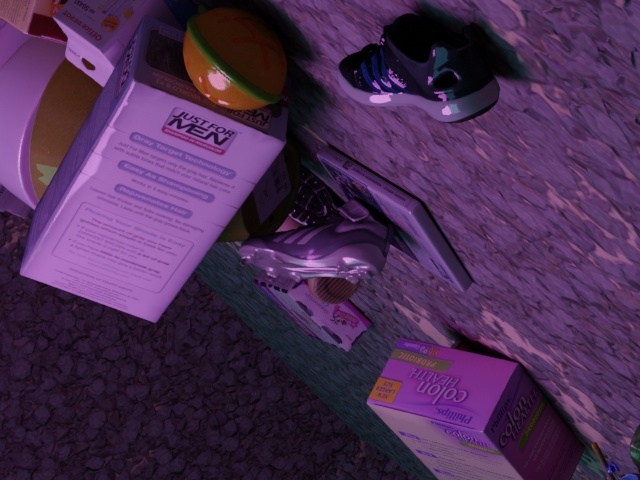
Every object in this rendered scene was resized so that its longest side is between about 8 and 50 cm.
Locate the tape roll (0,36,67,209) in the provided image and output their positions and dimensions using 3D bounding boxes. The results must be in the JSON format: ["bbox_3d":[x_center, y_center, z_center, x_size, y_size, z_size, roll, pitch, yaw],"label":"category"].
[{"bbox_3d":[-0.337,-0.165,2.177,0.100,0.286,0.286,33,167,35],"label":"tape roll"}]

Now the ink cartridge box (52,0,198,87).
[{"bbox_3d":[-0.231,-0.254,1.785,0.092,0.143,0.090,36,169,31],"label":"ink cartridge box"}]

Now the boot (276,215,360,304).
[{"bbox_3d":[-0.043,-0.024,2.335,0.207,0.090,0.248,50,179,39],"label":"boot"}]

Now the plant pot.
[{"bbox_3d":[-0.182,-0.109,2.016,0.293,0.275,0.275,18,160,29],"label":"plant pot"}]

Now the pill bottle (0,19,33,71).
[{"bbox_3d":[-0.462,-0.296,2.259,0.131,0.229,0.131,40,170,8],"label":"pill bottle"}]

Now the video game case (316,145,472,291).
[{"bbox_3d":[0.092,-0.027,1.885,0.173,0.022,0.190,34,168,39],"label":"video game case"}]

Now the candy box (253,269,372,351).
[{"bbox_3d":[-0.018,0.112,2.792,0.159,0.071,0.233,45,171,-16],"label":"candy box"}]

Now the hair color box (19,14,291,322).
[{"bbox_3d":[-0.199,-0.072,1.797,0.185,0.114,0.374,21,136,-18],"label":"hair color box"}]

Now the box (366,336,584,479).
[{"bbox_3d":[0.227,0.267,2.219,0.213,0.117,0.243,10,151,43],"label":"box"}]

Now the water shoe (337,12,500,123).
[{"bbox_3d":[0.077,-0.155,1.281,0.203,0.073,0.080,21,136,55],"label":"water shoe"}]

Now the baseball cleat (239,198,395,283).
[{"bbox_3d":[0.000,0.000,1.909,0.205,0.109,0.072,7,151,30],"label":"baseball cleat"}]

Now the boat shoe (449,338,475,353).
[{"bbox_3d":[0.213,0.187,2.288,0.043,0.049,0.137,37,165,16],"label":"boat shoe"}]

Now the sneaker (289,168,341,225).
[{"bbox_3d":[0.000,-0.034,2.098,0.162,0.063,0.073,42,174,-1],"label":"sneaker"}]

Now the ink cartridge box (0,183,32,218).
[{"bbox_3d":[-0.417,-0.177,2.319,0.066,0.296,0.261,35,178,3],"label":"ink cartridge box"}]

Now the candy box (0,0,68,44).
[{"bbox_3d":[-0.359,-0.325,1.941,0.183,0.088,0.316,10,-165,-43],"label":"candy box"}]

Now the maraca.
[{"bbox_3d":[-0.090,-0.199,1.632,0.127,0.099,0.186,41,-165,-18],"label":"maraca"}]

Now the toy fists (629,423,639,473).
[{"bbox_3d":[0.446,0.300,1.709,0.142,0.096,0.279,29,163,46],"label":"toy fists"}]

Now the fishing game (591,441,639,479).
[{"bbox_3d":[0.391,0.329,1.673,0.264,0.041,0.189,44,174,30],"label":"fishing game"}]
